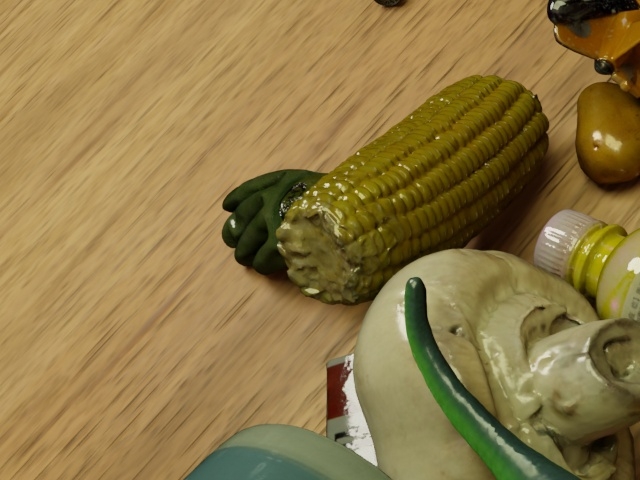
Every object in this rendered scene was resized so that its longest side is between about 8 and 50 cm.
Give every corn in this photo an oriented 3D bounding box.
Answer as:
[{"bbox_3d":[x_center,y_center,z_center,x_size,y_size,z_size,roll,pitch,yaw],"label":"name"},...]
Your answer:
[{"bbox_3d":[0.092,-0.048,1.035,0.131,0.131,0.344,11,32,34],"label":"corn"}]

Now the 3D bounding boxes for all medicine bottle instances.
[{"bbox_3d":[0.278,0.041,0.958,0.213,0.122,0.122,28,73,40],"label":"medicine bottle"}]

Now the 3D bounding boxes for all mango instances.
[{"bbox_3d":[0.277,-0.104,1.106,0.080,0.060,0.114,-22,46,9],"label":"mango"}]

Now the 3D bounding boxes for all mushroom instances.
[{"bbox_3d":[0.157,0.118,0.869,0.234,0.260,0.254,-25,28,41],"label":"mushroom"}]

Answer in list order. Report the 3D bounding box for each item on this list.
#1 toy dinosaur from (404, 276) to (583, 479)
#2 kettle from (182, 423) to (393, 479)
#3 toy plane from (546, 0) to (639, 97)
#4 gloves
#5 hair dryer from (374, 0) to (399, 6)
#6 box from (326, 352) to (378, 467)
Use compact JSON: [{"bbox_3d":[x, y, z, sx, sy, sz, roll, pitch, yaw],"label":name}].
[{"bbox_3d":[0.246,0.174,0.589,0.499,0.144,0.374,59,139,9],"label":"toy dinosaur"},{"bbox_3d":[-0.096,0.338,0.795,0.247,0.319,0.342,42,51,10],"label":"kettle"},{"bbox_3d":[0.341,-0.251,1.150,0.103,0.204,0.316,-44,14,49],"label":"toy plane"},{"bbox_3d":[0.002,-0.011,1.164,0.268,0.107,0.135,11,32,36],"label":"gloves"},{"bbox_3d":[0.031,-0.365,1.442,0.219,0.075,0.195,-6,63,37],"label":"hair dryer"},{"bbox_3d":[0.060,0.179,1.033,0.115,0.036,0.177,-15,52,19],"label":"box"}]
